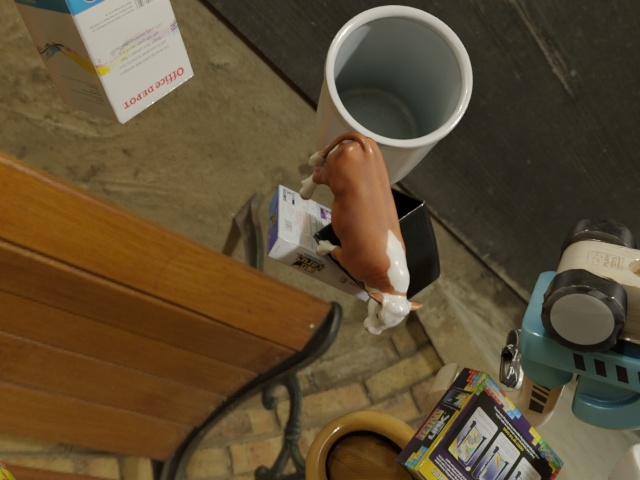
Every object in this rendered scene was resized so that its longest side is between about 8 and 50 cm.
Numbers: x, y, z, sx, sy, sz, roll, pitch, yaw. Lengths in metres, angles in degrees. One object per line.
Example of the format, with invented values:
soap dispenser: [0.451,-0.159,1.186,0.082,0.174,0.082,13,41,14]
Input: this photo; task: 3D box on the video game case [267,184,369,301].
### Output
video game case: [0.000,0.000,1.365,0.244,0.270,0.061,25,115,-16]

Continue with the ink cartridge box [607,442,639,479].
ink cartridge box: [0.406,0.329,0.603,0.160,0.220,0.093,2,137,4]

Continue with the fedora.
fedora: [0.073,0.351,0.891,0.194,0.195,0.079,-16,152,-7]

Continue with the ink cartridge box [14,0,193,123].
ink cartridge box: [-0.348,-0.340,0.963,0.171,0.168,0.233,-45,141,-32]

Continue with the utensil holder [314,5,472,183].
utensil holder: [0.153,-0.320,1.472,0.327,0.328,0.385,-15,171,-8]

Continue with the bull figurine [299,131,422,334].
bull figurine: [0.061,-0.014,0.936,0.101,0.188,0.311,-17,105,-30]

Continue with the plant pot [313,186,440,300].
plant pot: [0.124,0.025,1.175,0.188,0.187,0.167,-34,111,-7]

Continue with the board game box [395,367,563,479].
board game box: [0.191,0.260,0.707,0.141,0.048,0.170,-46,106,-18]

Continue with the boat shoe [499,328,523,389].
boat shoe: [0.373,0.228,1.179,0.038,0.125,0.046,23,151,-13]

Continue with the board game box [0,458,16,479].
board game box: [-0.383,0.310,0.594,0.181,0.092,0.043,-49,141,-19]

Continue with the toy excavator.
toy excavator: [0.390,0.201,0.956,0.432,0.222,0.446,13,123,24]
